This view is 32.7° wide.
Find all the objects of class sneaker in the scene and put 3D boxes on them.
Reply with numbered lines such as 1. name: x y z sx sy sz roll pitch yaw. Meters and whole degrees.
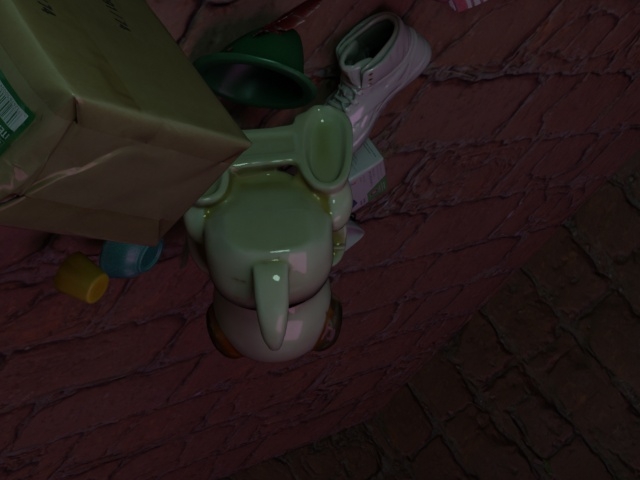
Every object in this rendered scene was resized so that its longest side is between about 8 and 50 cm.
1. sneaker: 0.043 -0.247 1.774 0.292 0.108 0.169 -50 155 8

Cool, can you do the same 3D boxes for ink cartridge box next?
1. ink cartridge box: 0.013 -0.100 2.042 0.212 0.093 0.154 -31 160 -6

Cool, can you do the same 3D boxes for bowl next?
1. bowl: 0.000 0.000 2.035 0.142 0.053 0.142 -40 160 14

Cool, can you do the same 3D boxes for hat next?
1. hat: -0.067 -0.304 1.571 0.208 0.183 0.173 10 165 2

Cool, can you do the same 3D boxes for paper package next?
1. paper package: -0.278 -0.172 1.111 0.168 0.325 0.309 -44 157 19

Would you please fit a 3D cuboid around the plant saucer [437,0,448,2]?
1. plant saucer: 0.164 -0.463 1.333 0.332 0.084 0.332 18 90 -81

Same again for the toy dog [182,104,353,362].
1. toy dog: -0.065 0.037 1.737 0.284 0.395 0.408 -14 148 -10

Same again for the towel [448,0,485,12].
1. towel: 0.288 -0.446 1.756 0.197 0.029 0.144 -23 159 9

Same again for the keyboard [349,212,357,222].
1. keyboard: -0.012 -0.002 2.299 0.201 0.033 0.317 -6 145 -53

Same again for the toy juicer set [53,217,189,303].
1. toy juicer set: -0.294 -0.028 1.759 0.329 0.089 0.209 -21 136 -64
